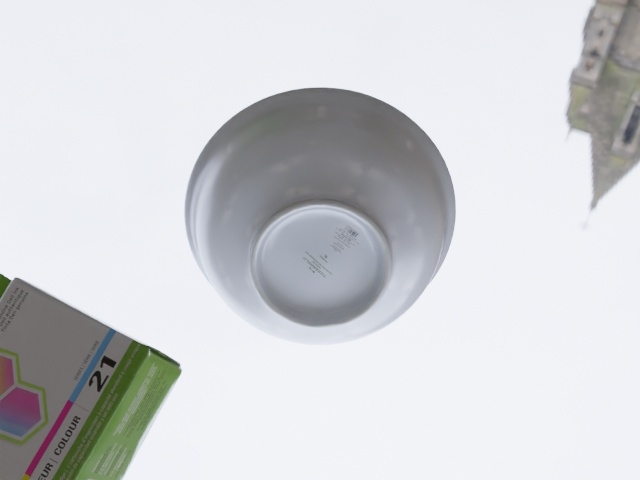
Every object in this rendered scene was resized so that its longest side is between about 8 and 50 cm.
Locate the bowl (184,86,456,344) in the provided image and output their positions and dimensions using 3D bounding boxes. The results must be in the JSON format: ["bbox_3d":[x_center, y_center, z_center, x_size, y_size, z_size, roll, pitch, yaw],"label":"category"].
[{"bbox_3d":[0.000,0.000,1.057,0.298,0.297,0.134,6,-155,-3],"label":"bowl"}]

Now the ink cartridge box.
[{"bbox_3d":[-0.271,0.120,0.804,0.255,0.097,0.188,25,-101,15],"label":"ink cartridge box"}]
